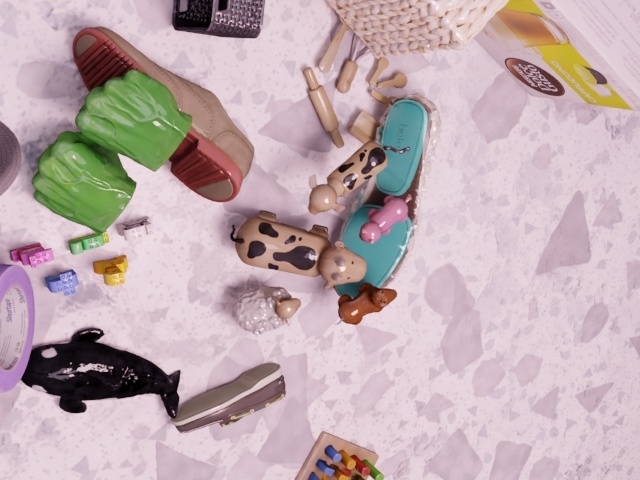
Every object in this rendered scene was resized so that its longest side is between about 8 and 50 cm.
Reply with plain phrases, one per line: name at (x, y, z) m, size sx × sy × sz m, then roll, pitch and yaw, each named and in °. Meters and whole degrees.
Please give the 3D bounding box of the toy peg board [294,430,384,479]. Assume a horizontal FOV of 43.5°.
toy peg board at (0.041, 0.501, 1.649) m, size 0.161 × 0.079 × 0.161 m, roll 31°, pitch 87°, yaw -32°

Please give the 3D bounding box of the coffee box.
coffee box at (0.490, -0.479, 1.484) m, size 0.338 × 0.334 × 0.338 m, roll 34°, pitch 87°, yaw -32°

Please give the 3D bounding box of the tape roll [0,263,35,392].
tape roll at (-0.492, 0.127, 1.179) m, size 0.080 × 0.189 × 0.188 m, roll 2°, pitch 104°, yaw -1°

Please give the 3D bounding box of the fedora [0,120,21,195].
fedora at (-0.556, -0.079, 1.099) m, size 0.244 × 0.275 × 0.124 m, roll 25°, pitch 125°, yaw -3°

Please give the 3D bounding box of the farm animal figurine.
farm animal figurine at (0.000, 0.000, 1.380) m, size 0.327 × 0.172 × 0.330 m, roll -3°, pitch 98°, yaw 2°

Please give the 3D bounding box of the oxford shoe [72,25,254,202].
oxford shoe at (-0.247, -0.217, 1.298) m, size 0.348 × 0.123 × 0.130 m, roll 48°, pitch 44°, yaw -24°

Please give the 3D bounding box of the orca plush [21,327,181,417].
orca plush at (-0.356, 0.247, 1.345) m, size 0.287 × 0.102 × 0.151 m, roll 33°, pitch 86°, yaw -32°

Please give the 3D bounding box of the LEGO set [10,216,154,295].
LEGO set at (-0.364, 0.036, 1.289) m, size 0.227 × 0.093 × 0.087 m, roll -17°, pitch 111°, yaw -25°

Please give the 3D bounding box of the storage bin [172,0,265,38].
storage bin at (-0.158, -0.380, 1.240) m, size 0.084 × 0.180 × 0.122 m, roll 1°, pitch 103°, yaw -29°

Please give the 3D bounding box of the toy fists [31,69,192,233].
toy fists at (-0.324, -0.139, 1.210) m, size 0.142 × 0.096 × 0.279 m, roll 33°, pitch 118°, yaw -28°

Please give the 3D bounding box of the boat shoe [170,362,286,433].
boat shoe at (-0.164, 0.304, 1.480) m, size 0.228 × 0.081 × 0.068 m, roll -23°, pitch 109°, yaw -25°

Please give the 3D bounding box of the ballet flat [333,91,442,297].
ballet flat at (0.143, -0.075, 1.521) m, size 0.147 × 0.147 × 0.408 m, roll 14°, pitch 101°, yaw -31°

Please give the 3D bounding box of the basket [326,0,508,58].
basket at (0.173, -0.502, 1.290) m, size 0.266 × 0.328 × 0.331 m, roll 45°, pitch 80°, yaw -24°

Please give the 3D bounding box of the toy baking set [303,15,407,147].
toy baking set at (0.060, -0.300, 1.476) m, size 0.197 × 0.030 × 0.256 m, roll -40°, pitch 119°, yaw -18°
